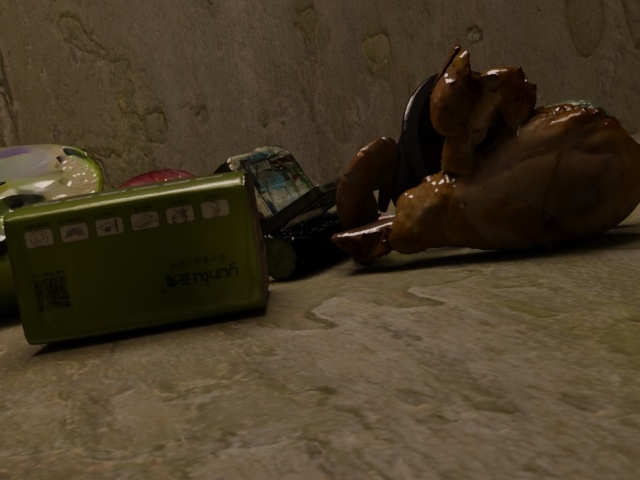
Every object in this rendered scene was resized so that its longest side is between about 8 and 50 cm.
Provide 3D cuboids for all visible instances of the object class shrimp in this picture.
[{"bbox_3d":[0.070,-0.060,1.359,0.053,0.236,0.133,24,59,19],"label":"shrimp"}]

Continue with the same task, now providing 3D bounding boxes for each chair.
[{"bbox_3d":[-0.067,-0.081,1.454,0.136,0.147,0.270,-24,-12,-43],"label":"chair"}]

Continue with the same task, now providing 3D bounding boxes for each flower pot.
[{"bbox_3d":[0.206,-0.109,1.461,0.269,0.269,0.166,-13,-12,-32],"label":"flower pot"}]

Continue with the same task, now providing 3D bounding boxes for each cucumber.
[{"bbox_3d":[0.001,-0.002,1.431,0.072,0.072,0.300,-7,7,27],"label":"cucumber"}]

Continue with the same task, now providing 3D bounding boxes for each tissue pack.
[{"bbox_3d":[-0.207,0.016,1.149,0.275,0.167,0.200,-8,7,-1],"label":"tissue pack"}]

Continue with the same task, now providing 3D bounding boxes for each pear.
[{"bbox_3d":[-0.513,0.001,1.508,0.399,0.165,0.399,-5,28,3],"label":"pear"}]

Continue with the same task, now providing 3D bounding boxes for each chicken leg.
[{"bbox_3d":[0.187,-0.096,1.214,0.410,0.295,0.182,-21,20,22],"label":"chicken leg"}]

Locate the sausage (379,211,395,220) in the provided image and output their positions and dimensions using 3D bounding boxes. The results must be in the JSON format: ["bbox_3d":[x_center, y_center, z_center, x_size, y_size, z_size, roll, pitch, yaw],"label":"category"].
[{"bbox_3d":[0.103,-0.025,1.625,0.145,0.048,0.050,-8,-32,5],"label":"sausage"}]

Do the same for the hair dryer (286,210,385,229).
[{"bbox_3d":[0.047,-0.038,1.833,0.219,0.075,0.195,-4,14,-20],"label":"hair dryer"}]

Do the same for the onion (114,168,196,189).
[{"bbox_3d":[-0.212,-0.037,1.393,0.227,0.120,0.284,34,-15,-35],"label":"onion"}]

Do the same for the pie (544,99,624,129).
[{"bbox_3d":[0.339,-0.100,1.304,0.187,0.186,0.041,-5,12,38],"label":"pie"}]
